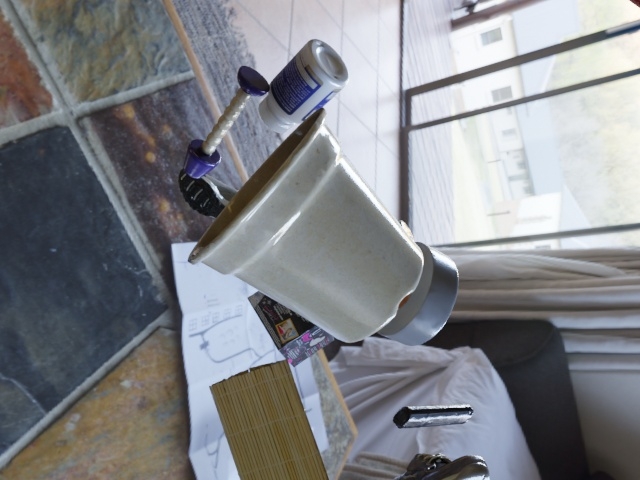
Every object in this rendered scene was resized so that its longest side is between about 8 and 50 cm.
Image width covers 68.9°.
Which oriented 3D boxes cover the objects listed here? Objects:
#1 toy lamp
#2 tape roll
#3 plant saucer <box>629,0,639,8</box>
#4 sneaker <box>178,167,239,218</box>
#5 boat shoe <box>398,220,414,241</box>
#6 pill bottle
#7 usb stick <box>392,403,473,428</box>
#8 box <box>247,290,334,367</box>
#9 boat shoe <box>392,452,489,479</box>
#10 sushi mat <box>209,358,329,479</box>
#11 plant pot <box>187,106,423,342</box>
[{"bbox_3d":[-0.208,-0.236,0.985,0.080,0.274,0.080,29,38,-26],"label":"toy lamp"},{"bbox_3d":[0.199,0.115,1.021,0.072,0.219,0.219,26,56,-18],"label":"tape roll"},{"bbox_3d":[0.433,-0.306,0.462,0.048,0.259,0.258,-51,176,-3],"label":"plant saucer"},{"bbox_3d":[-0.277,-0.114,1.311,0.271,0.100,0.108,37,35,-18],"label":"sneaker"},{"bbox_3d":[0.257,0.070,1.555,0.118,0.103,0.320,42,35,-36],"label":"boat shoe"},{"bbox_3d":[-0.042,-0.307,0.959,0.112,0.186,0.112,26,48,-33],"label":"pill bottle"},{"bbox_3d":[0.327,0.501,1.336,0.278,0.077,0.045,11,32,-32],"label":"usb stick"},{"bbox_3d":[-0.069,0.206,1.216,0.163,0.142,0.247,55,-10,23],"label":"box"},{"bbox_3d":[0.268,0.591,1.153,0.132,0.355,0.130,19,41,-21],"label":"boat shoe"},{"bbox_3d":[-0.071,0.365,0.769,0.317,0.151,0.019,69,14,10],"label":"sushi mat"},{"bbox_3d":[0.000,0.000,0.812,0.305,0.334,0.334,41,45,-15],"label":"plant pot"}]
